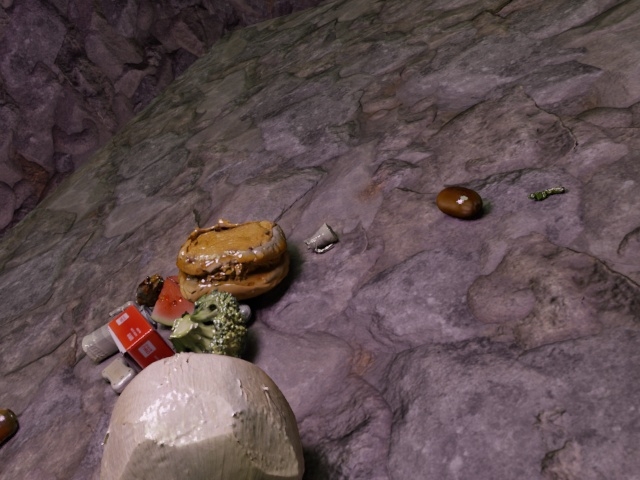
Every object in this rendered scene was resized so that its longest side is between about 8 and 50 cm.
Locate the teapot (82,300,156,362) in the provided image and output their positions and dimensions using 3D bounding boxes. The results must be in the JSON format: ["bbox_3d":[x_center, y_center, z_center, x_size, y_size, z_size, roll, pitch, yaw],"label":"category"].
[{"bbox_3d":[-0.564,0.243,1.853,0.200,0.107,0.077,-30,27,1],"label":"teapot"}]

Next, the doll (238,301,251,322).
[{"bbox_3d":[-0.270,0.203,1.690,0.214,0.071,0.103,-24,33,12],"label":"doll"}]

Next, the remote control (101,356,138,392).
[{"bbox_3d":[-0.522,0.350,1.738,0.074,0.032,0.122,-43,34,-18],"label":"remote control"}]

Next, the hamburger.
[{"bbox_3d":[-0.224,0.049,1.743,0.318,0.158,0.318,-8,24,4],"label":"hamburger"}]

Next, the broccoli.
[{"bbox_3d":[-0.273,0.239,1.549,0.226,0.176,0.198,-26,34,-21],"label":"broccoli"}]

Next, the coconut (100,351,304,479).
[{"bbox_3d":[-0.202,0.380,1.133,0.346,0.346,0.360,-28,24,5],"label":"coconut"}]

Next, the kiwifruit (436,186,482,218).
[{"bbox_3d":[0.330,-0.092,1.592,0.075,0.075,0.124,-42,29,-17],"label":"kiwifruit"}]

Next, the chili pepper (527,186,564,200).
[{"bbox_3d":[0.509,-0.107,1.507,0.083,0.022,0.027,-15,34,19],"label":"chili pepper"}]

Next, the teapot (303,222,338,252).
[{"bbox_3d":[0.000,0.000,1.769,0.083,0.057,0.067,-34,60,6],"label":"teapot"}]

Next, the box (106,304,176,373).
[{"bbox_3d":[-0.455,0.265,1.703,0.099,0.133,0.182,-42,34,-14],"label":"box"}]

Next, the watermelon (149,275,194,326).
[{"bbox_3d":[-0.363,0.150,1.832,0.193,0.137,0.145,-12,5,23],"label":"watermelon"}]

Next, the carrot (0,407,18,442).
[{"bbox_3d":[-0.896,0.525,1.764,0.193,0.087,0.087,-38,32,-14],"label":"carrot"}]

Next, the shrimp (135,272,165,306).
[{"bbox_3d":[-0.454,0.136,1.854,0.115,0.217,0.051,-14,68,-22],"label":"shrimp"}]
